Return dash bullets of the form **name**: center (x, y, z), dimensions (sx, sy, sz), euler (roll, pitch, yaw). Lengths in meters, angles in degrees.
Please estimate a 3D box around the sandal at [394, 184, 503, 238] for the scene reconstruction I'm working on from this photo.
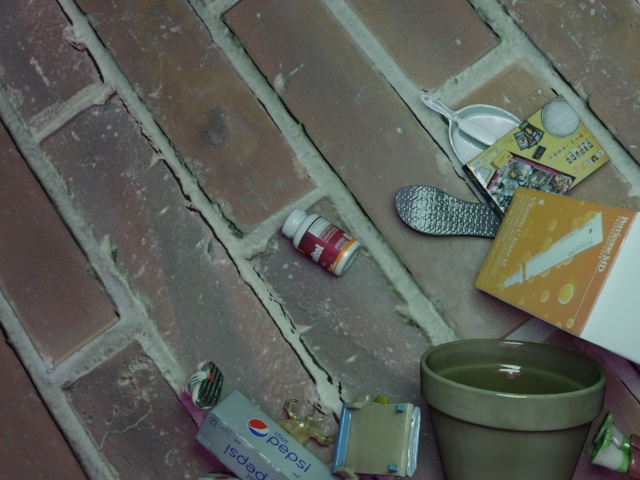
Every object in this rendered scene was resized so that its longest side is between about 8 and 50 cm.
- **sandal**: center (0.271, -0.047, 1.530), dimensions (0.254, 0.054, 0.097), euler (13, 86, 0)

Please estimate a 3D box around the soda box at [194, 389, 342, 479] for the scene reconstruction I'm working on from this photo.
- **soda box**: center (-0.102, 0.430, 1.478), dimensions (0.286, 0.098, 0.091), euler (37, 119, 11)

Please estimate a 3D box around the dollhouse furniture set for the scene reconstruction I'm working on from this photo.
- **dollhouse furniture set**: center (0.181, 0.432, 1.376), dimensions (0.198, 0.286, 0.303), euler (21, 66, -28)

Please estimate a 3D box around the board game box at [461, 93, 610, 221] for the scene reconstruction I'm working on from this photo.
- **board game box**: center (0.427, -0.153, 1.494), dimensions (0.243, 0.042, 0.165), euler (-36, 87, -5)

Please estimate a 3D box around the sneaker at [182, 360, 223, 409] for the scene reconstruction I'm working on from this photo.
- **sneaker**: center (-0.243, 0.305, 1.510), dimensions (0.075, 0.161, 0.057), euler (-35, 103, 10)

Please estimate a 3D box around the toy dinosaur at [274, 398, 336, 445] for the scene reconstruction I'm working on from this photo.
- **toy dinosaur**: center (-0.058, 0.370, 1.518), dimensions (0.183, 0.053, 0.092), euler (6, 84, 10)

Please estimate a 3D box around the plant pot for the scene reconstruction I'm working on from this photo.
- **plant pot**: center (0.335, 0.354, 1.350), dimensions (0.323, 0.323, 0.280), euler (2, 98, 9)

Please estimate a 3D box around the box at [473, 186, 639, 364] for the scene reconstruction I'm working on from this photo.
- **box**: center (0.452, 0.051, 1.307), dimensions (0.168, 0.345, 0.215), euler (23, 92, -20)

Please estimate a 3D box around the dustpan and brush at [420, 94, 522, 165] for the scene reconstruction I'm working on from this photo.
- **dustpan and brush**: center (0.296, -0.235, 1.544), dimensions (0.211, 0.060, 0.147), euler (34, 88, 12)

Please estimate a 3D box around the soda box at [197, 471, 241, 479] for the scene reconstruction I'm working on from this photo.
- **soda box**: center (-0.192, 0.599, 1.490), dimensions (0.092, 0.083, 0.263), euler (-1, 82, 10)

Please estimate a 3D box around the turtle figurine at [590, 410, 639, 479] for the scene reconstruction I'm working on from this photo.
- **turtle figurine**: center (0.640, 0.386, 1.336), dimensions (0.266, 0.274, 0.198), euler (27, 53, 16)

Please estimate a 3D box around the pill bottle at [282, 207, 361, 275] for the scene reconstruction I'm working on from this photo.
- **pill bottle**: center (0.000, 0.000, 1.545), dimensions (0.152, 0.086, 0.086), euler (33, 88, 13)
